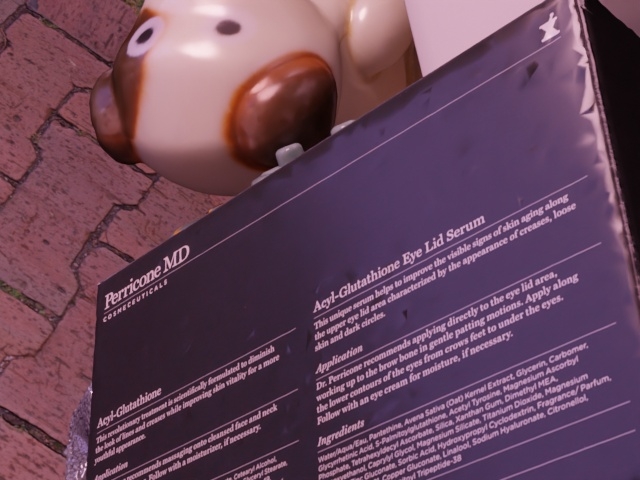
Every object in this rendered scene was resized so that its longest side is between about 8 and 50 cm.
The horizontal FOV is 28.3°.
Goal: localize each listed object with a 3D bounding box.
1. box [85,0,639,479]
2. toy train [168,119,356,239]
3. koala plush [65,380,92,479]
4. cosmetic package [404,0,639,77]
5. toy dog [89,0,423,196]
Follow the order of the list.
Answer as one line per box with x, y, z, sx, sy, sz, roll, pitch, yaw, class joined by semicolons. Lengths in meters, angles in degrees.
0.028;0.057;0.473;0.261;0.103;0.184;-29;50;34;box
0.000;0.000;0.906;0.190;0.142;0.334;-25;7;-31;toy train
-0.080;0.170;0.960;0.221;0.196;0.203;-51;20;33;koala plush
0.131;-0.243;0.711;0.197;0.155;0.366;-47;48;53;cosmetic package
-0.043;-0.152;1.219;0.408;0.284;0.396;-8;-69;-62;toy dog
